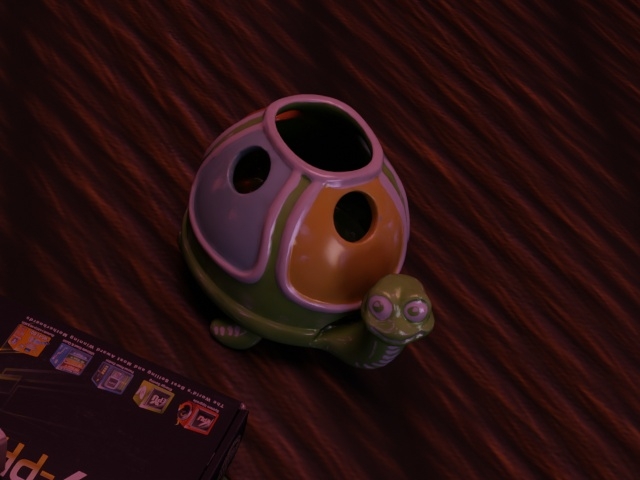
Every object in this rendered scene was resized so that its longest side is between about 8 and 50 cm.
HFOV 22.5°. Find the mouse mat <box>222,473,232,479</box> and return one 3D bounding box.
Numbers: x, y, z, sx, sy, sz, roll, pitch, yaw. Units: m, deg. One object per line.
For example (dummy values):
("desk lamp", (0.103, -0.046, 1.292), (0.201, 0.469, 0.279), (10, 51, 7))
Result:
("mouse mat", (-0.146, 0.260, 1.552), (0.189, 0.007, 0.152), (40, 46, 24))

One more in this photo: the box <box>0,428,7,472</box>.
("box", (-0.458, 0.126, 1.407), (0.232, 0.058, 0.322), (-26, 56, -34))

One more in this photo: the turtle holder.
("turtle holder", (-0.019, -0.007, 1.719), (0.243, 0.227, 0.320), (8, 42, -13))

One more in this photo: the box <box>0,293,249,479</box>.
("box", (-0.308, 0.205, 1.483), (0.395, 0.097, 0.318), (24, 47, 7))
